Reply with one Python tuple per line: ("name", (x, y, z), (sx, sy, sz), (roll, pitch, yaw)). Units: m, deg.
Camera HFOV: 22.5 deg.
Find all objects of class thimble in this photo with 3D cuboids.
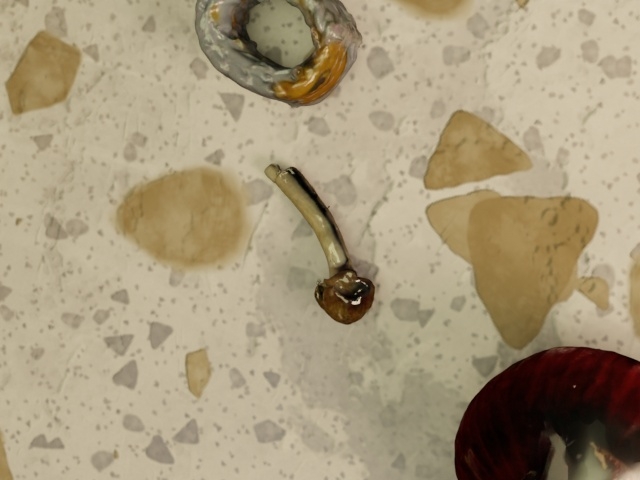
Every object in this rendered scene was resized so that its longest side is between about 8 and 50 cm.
("thimble", (-0.042, -0.209, 1.609), (0.151, 0.118, 0.127), (41, 102, 10))

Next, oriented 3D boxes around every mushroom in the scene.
("mushroom", (0.000, 0.000, 1.653), (0.060, 0.061, 0.187), (-26, 75, 2))

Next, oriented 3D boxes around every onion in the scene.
("onion", (0.272, 0.211, 1.530), (0.273, 0.285, 0.273), (23, 134, 26))
